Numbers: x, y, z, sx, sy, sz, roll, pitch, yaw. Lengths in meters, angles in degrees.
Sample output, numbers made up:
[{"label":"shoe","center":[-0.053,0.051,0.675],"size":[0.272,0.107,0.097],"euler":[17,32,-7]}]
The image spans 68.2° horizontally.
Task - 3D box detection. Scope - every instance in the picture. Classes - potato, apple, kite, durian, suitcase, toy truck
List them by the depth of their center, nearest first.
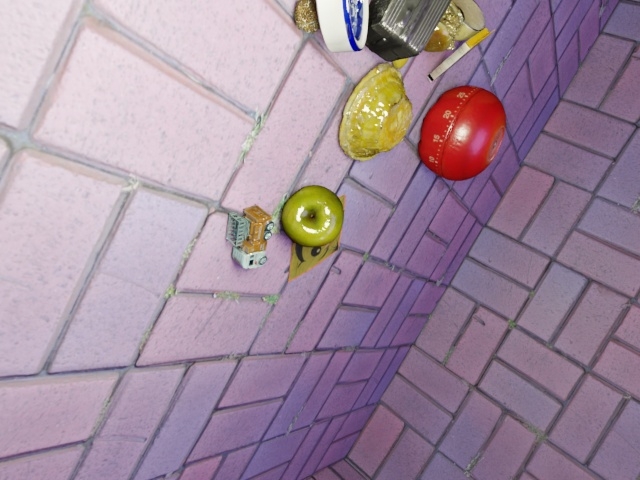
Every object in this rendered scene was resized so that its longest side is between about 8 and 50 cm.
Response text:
[{"label":"durian","center":[-0.025,-0.537,1.118],"size":[0.080,0.080,0.091],"euler":[-32,131,-37]},{"label":"suitcase","center":[0.251,-0.649,1.234],"size":[0.152,0.229,0.335],"euler":[27,96,-20]},{"label":"toy truck","center":[-0.208,-0.001,1.349],"size":[0.115,0.080,0.177],"euler":[-17,131,-42]},{"label":"apple","center":[-0.022,-0.073,1.454],"size":[0.196,0.196,0.157],"euler":[-61,-175,6]},{"label":"potato","center":[0.448,-0.736,1.579],"size":[0.117,0.182,0.202],"euler":[-41,-166,46]},{"label":"kite","center":[-0.002,-0.001,1.721],"size":[0.377,0.013,0.327],"euler":[-59,151,2]}]

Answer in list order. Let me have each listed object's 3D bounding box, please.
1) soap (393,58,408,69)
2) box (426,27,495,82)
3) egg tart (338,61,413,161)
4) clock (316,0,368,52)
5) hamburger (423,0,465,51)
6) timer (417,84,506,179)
[{"label":"soap","center":[0.249,-0.615,1.487],"size":[0.089,0.033,0.168],"euler":[-56,150,-13]},{"label":"box","center":[0.488,-0.654,1.660],"size":[0.129,0.033,0.247],"euler":[-40,-175,-26]},{"label":"egg tart","center":[0.197,-0.392,1.524],"size":[0.341,0.132,0.341],"euler":[-38,147,-31]},{"label":"clock","center":[0.054,-0.563,1.108],"size":[0.230,0.083,0.230],"euler":[0,90,-74]},{"label":"hamburger","center":[0.357,-0.651,1.466],"size":[0.185,0.159,0.131],"euler":[28,74,-30]},{"label":"timer","center":[0.578,-0.427,1.911],"size":[0.378,0.279,0.378],"euler":[-38,144,-35]}]
